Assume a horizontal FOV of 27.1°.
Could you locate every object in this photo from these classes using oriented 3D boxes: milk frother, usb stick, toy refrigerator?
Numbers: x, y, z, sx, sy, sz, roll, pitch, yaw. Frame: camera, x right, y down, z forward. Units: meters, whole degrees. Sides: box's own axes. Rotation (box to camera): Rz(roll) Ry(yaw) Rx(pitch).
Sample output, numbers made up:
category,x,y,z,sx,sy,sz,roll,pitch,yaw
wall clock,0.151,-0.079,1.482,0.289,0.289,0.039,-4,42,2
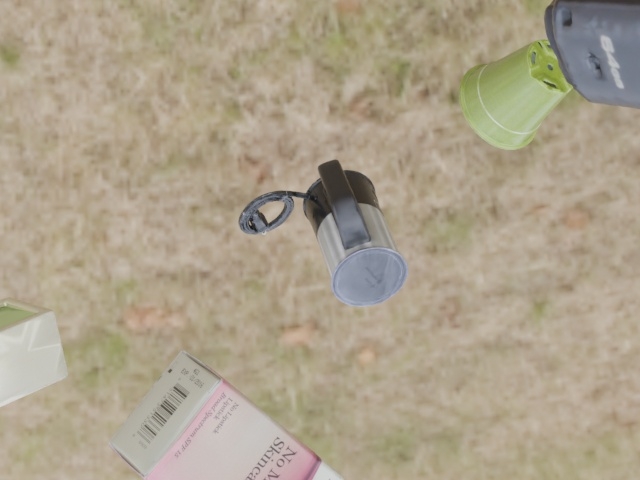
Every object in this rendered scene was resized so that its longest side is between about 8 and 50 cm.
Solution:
category,x,y,z,sx,sy,sz,roll,pitch,yaw
milk frother,0.000,0.000,1.417,0.143,0.135,0.129,-33,131,12
usb stick,0.219,-0.084,0.622,0.278,0.045,0.077,18,151,52
toy refrigerator,-0.426,0.149,1.465,0.269,0.094,0.102,-24,-157,-38

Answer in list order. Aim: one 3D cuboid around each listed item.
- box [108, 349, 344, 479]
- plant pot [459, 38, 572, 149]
category,x,y,z,sx,sy,sz,roll,pitch,yaw
box,-0.112,0.267,1.600,0.232,0.148,0.127,43,170,-30
plant pot,0.174,-0.132,1.132,0.083,0.083,0.079,9,154,-26
